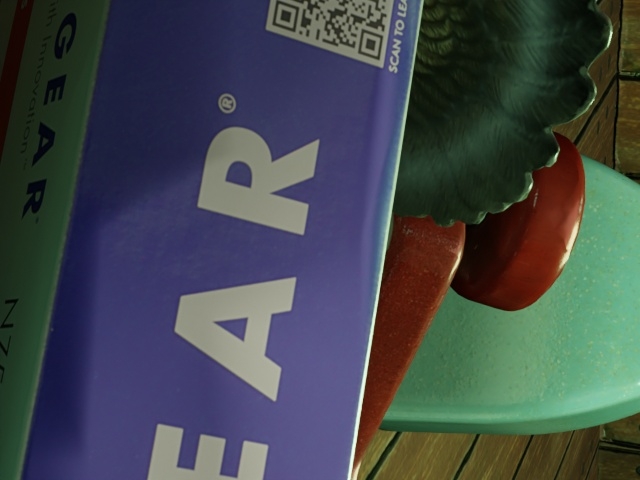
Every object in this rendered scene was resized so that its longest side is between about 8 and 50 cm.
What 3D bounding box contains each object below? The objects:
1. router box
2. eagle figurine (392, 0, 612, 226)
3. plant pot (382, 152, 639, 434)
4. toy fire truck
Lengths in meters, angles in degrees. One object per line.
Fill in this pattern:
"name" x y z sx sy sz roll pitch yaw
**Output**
"router box" -0.106 0.081 0.482 0.082 0.301 0.335 15 79 -29
"eagle figurine" 0.002 -0.129 0.713 0.225 0.298 0.226 -30 123 -68
"plant pot" 0.162 0.043 1.364 0.248 0.252 0.247 29 68 -71
"toy fire truck" 0.000 0.000 0.955 0.253 0.169 0.302 -64 -158 23
